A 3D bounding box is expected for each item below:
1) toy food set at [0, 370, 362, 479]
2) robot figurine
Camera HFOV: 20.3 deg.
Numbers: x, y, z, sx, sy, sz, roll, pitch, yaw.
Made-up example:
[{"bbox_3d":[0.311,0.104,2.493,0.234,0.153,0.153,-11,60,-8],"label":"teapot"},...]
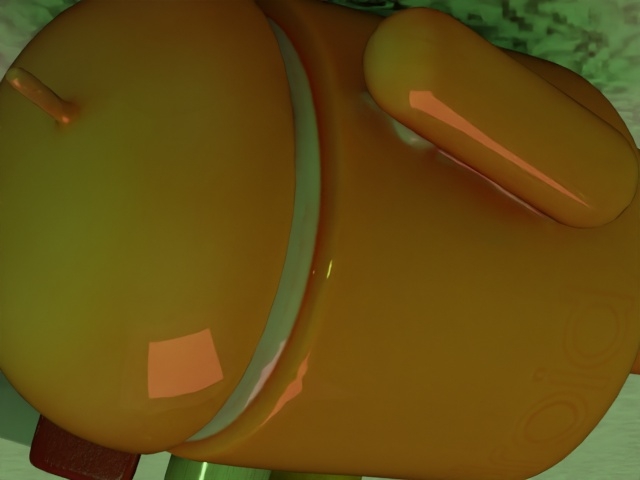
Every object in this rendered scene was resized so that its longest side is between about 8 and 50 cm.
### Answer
[{"bbox_3d":[-0.087,0.038,0.711,0.232,0.104,0.111,17,177,3],"label":"toy food set"},{"bbox_3d":[0.001,-0.001,0.482,0.219,0.128,0.158,9,-172,-32],"label":"robot figurine"}]
